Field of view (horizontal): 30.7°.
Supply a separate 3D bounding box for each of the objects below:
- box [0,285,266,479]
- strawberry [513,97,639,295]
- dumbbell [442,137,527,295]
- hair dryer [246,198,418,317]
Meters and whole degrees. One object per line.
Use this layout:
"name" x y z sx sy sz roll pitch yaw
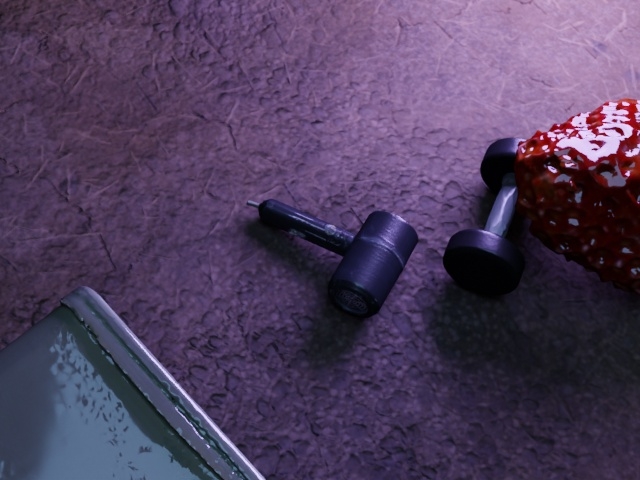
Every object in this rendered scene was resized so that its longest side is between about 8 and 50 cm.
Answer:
"box" -0.267 0.288 1.186 0.344 0.177 0.352 -38 72 -21
"strawberry" 0.404 -0.070 1.437 0.336 0.149 0.265 4 73 -26
"dumbbell" 0.229 -0.032 1.474 0.100 0.100 0.191 22 59 5
"hair dryer" 0.000 0.000 1.449 0.219 0.071 0.124 26 60 15
